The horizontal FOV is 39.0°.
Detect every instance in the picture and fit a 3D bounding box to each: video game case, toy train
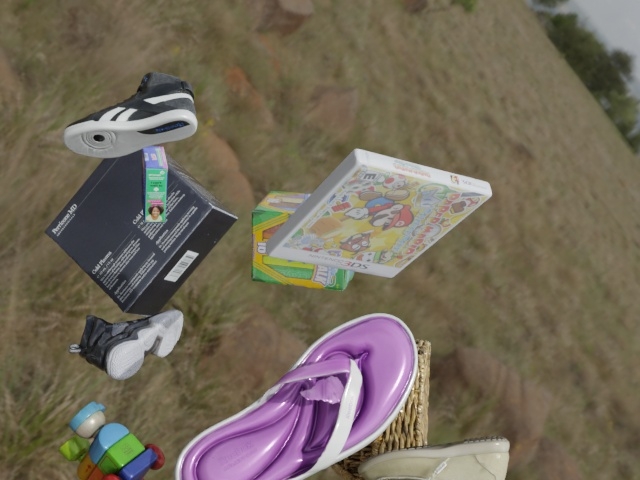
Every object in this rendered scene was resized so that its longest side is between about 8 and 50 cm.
[{"bbox_3d":[0.071,-0.026,1.163,0.206,0.227,0.026,11,54,-30],"label":"video game case"},{"bbox_3d":[-0.355,0.363,1.410,0.143,0.248,0.105,46,41,10],"label":"toy train"}]

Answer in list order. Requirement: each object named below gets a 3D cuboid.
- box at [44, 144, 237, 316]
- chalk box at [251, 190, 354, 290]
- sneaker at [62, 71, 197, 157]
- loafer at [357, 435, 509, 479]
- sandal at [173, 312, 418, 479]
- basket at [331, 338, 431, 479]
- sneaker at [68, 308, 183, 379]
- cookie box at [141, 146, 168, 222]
[{"bbox_3d":[-0.446,-0.040,2.262,0.312,0.343,0.179,42,4,16],"label":"box"},{"bbox_3d":[0.000,0.000,1.543,0.132,0.213,0.132,-56,149,-67],"label":"chalk box"},{"bbox_3d":[-0.308,-0.209,1.470,0.079,0.216,0.121,80,1,-55],"label":"sneaker"},{"bbox_3d":[0.194,0.396,1.547,0.102,0.268,0.092,25,54,-68],"label":"loafer"},{"bbox_3d":[-0.019,0.255,1.300,0.169,0.416,0.102,50,-15,12],"label":"sandal"},{"bbox_3d":[0.106,0.352,1.838,0.213,0.223,0.299,-20,112,-79],"label":"basket"},{"bbox_3d":[-0.407,0.194,1.897,0.153,0.101,0.268,17,22,18],"label":"sneaker"},{"bbox_3d":[-0.291,-0.099,1.581,0.040,0.107,0.092,-2,31,-14],"label":"cookie box"}]
